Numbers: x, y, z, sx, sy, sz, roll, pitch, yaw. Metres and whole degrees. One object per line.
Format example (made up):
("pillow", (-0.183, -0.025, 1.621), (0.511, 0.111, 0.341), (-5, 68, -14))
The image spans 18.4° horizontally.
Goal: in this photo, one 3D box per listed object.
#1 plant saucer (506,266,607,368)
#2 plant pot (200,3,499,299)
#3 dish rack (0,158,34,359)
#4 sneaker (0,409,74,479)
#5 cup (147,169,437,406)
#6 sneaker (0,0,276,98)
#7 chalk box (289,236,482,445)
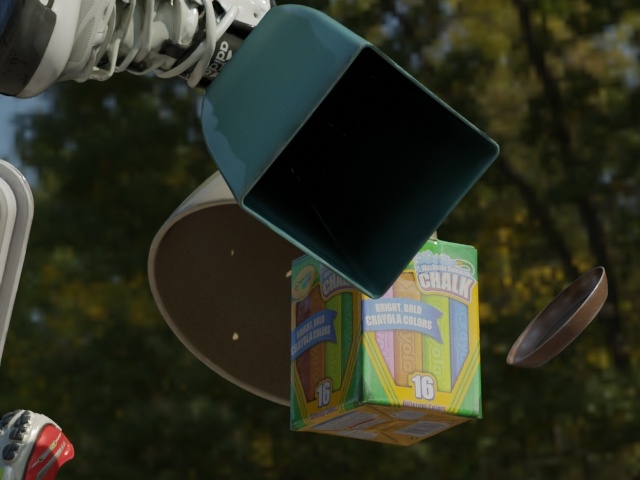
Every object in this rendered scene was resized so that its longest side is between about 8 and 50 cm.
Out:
("plant saucer", (0.299, 0.101, 2.439), (0.029, 0.168, 0.168), (44, -31, -4))
("plant pot", (0.000, -0.099, 1.682), (0.165, 0.234, 0.165), (35, -83, -32))
("dish rack", (-0.473, 0.027, 1.996), (0.332, 0.286, 0.072), (16, 7, 15))
("sneaker", (-0.375, 0.345, 2.384), (0.118, 0.279, 0.107), (37, -23, -32))
("cup", (0.000, 0.000, 2.239), (0.331, 0.237, 0.331), (14, -43, 13))
("sneaker", (-0.149, -0.203, 1.703), (0.257, 0.447, 0.169), (29, -67, -12))
("chalk box", (0.058, 0.067, 1.807), (0.132, 0.213, 0.132), (9, -22, -28))
